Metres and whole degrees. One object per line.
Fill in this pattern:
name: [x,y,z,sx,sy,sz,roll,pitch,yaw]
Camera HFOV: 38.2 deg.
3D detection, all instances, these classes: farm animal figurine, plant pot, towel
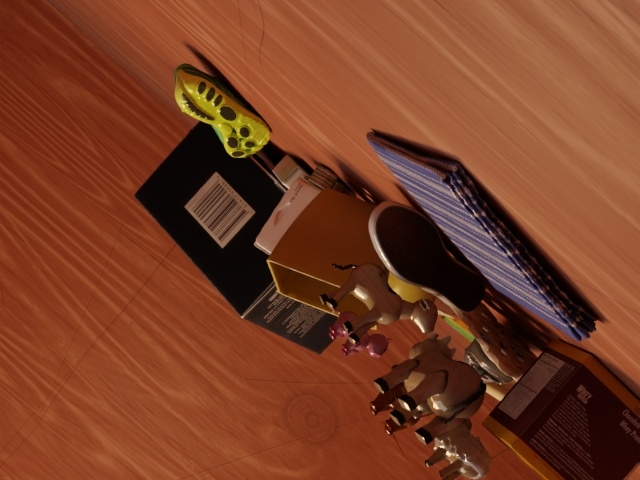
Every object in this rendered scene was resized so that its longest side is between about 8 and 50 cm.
farm animal figurine: [0.166,0.204,1.557,0.327,0.172,0.330,40,157,53]
plant pot: [0.042,0.026,1.772,0.212,0.187,0.212,21,163,12]
plant pot: [0.185,0.078,1.925,0.134,0.134,0.095,40,148,20]
towel: [0.213,-0.011,1.232,0.336,0.040,0.243,45,176,-26]

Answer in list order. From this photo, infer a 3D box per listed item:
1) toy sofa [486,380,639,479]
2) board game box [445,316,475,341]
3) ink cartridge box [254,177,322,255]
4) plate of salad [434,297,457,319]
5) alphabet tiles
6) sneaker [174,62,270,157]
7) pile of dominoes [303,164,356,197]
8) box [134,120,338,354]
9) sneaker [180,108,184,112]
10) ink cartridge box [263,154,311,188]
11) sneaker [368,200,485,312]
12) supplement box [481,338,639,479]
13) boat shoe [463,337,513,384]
toy sofa: [0.518,0.426,2.031,0.362,0.177,0.150,42,176,-23]
board game box: [0.384,0.235,2.264,0.124,0.039,0.259,44,178,-43]
ink cartridge box: [0.000,0.000,1.973,0.100,0.172,0.237,32,178,44]
plate of salad: [0.223,0.113,2.060,0.199,0.048,0.200,32,-165,-10]
alphabet tiles: [0.346,0.205,1.702,0.278,0.021,0.284,25,-156,-51]
sneaker: [-0.205,-0.281,1.965,0.295,0.109,0.124,43,-161,-51]
pile of dominoes: [0.088,-0.069,1.923,0.251,0.040,0.196,34,180,-30]
box: [-0.140,-0.004,2.380,0.480,0.297,0.471,45,-175,29]
sneaker: [-0.337,-0.363,2.447,0.064,0.067,0.175,43,174,-7]
ink cartridge box: [-0.002,-0.096,2.197,0.275,0.060,0.239,42,-176,-22]
sneaker: [0.157,0.024,1.575,0.290,0.106,0.123,42,174,-36]
supplement box: [0.413,0.303,1.514,0.191,0.194,0.129,42,177,-12]
boat shoe: [0.337,0.243,1.837,0.112,0.095,0.335,42,-170,10]
